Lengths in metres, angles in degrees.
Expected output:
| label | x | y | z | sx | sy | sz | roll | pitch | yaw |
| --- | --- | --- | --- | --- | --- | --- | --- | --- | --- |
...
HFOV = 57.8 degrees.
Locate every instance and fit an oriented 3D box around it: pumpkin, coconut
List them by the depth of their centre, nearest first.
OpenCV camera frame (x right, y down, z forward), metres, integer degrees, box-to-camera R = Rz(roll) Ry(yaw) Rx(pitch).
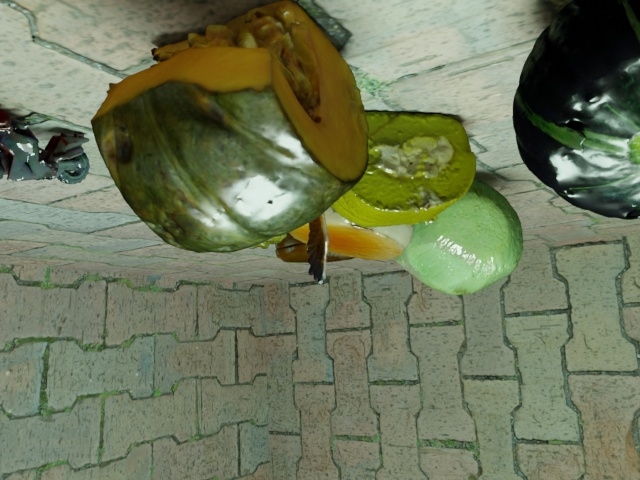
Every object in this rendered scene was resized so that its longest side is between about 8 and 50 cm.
| label | x | y | z | sx | sy | sz | roll | pitch | yaw |
| --- | --- | --- | --- | --- | --- | --- | --- | --- | --- |
| pumpkin | 0.375 | -0.179 | 0.659 | 0.295 | 0.296 | 0.296 | -3 | 170 | -1 |
| pumpkin | -0.085 | -0.125 | 0.675 | 0.225 | 0.303 | 0.256 | -15 | 128 | 24 |
| coconut | 0.334 | -0.006 | 1.431 | 0.328 | 0.281 | 0.328 | 4 | 167 | 1 |

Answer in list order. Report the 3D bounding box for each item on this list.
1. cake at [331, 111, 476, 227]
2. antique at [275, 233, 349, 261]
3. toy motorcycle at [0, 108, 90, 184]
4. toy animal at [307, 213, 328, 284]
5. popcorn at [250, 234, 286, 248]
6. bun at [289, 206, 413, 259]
| label | x | y | z | sx | sy | sz | roll | pitch | yaw |
| --- | --- | --- | --- | --- | --- | --- | --- | --- | --- |
| cake | 0.139 | -0.120 | 1.017 | 0.260 | 0.179 | 0.156 | 0 | 170 | -12 |
| antique | 0.000 | 0.000 | 1.788 | 0.278 | 0.129 | 0.223 | -5 | 170 | 12 |
| toy motorcycle | -0.465 | -0.148 | 0.924 | 0.082 | 0.122 | 0.213 | 18 | -165 | 30 |
| toy animal | -0.027 | -0.127 | 0.953 | 0.225 | 0.284 | 0.302 | 26 | 123 | -19 |
| popcorn | -0.174 | -0.053 | 1.431 | 0.195 | 0.174 | 0.168 | -7 | -164 | -40 |
| bun | 0.066 | -0.072 | 1.300 | 0.298 | 0.165 | 0.299 | 11 | 166 | 3 |
